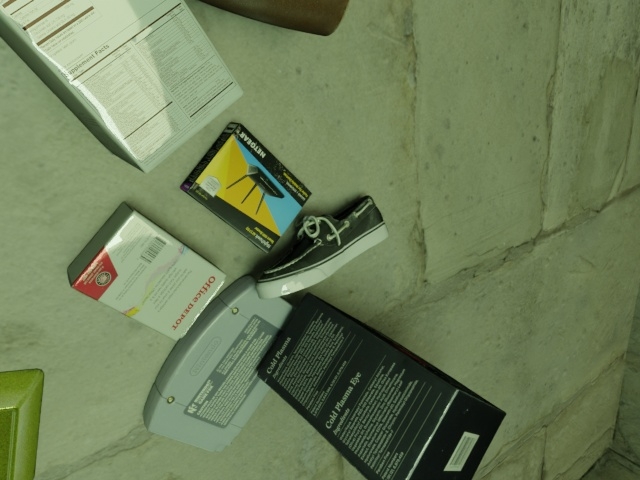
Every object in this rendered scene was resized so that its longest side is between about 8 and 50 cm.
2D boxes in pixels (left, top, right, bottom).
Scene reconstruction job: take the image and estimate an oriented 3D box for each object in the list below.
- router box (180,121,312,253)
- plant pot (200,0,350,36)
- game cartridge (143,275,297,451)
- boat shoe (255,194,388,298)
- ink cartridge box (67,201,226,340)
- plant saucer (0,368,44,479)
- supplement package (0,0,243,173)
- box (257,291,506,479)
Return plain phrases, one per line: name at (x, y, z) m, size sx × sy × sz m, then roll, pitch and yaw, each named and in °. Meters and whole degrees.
router box at (-0.114, -0.081, 0.711) m, size 0.179 × 0.046 × 0.133 m, roll 41°, pitch 81°, yaw -37°
plant pot at (-0.096, -0.378, 0.548) m, size 0.230 × 0.215 × 0.215 m, roll -7°, pitch 110°, yaw -18°
game cartridge at (-0.162, 0.218, 0.774) m, size 0.198 × 0.062 × 0.297 m, roll 41°, pitch 80°, yaw -32°
boat shoe at (0.003, -0.001, 0.773) m, size 0.306 × 0.113 × 0.105 m, roll -28°, pitch 101°, yaw -32°
ink cartridge box at (-0.249, 0.049, 0.642) m, size 0.127 × 0.072 × 0.175 m, roll -54°, pitch 127°, yaw -9°
plant saucer at (-0.479, 0.274, 0.573) m, size 0.188 × 0.045 × 0.188 m, roll 4°, pitch 103°, yaw -36°
supplement package at (-0.233, -0.210, 0.492) m, size 0.149 × 0.194 × 0.203 m, roll -46°, pitch 126°, yaw -15°
box at (0.121, 0.281, 0.794) m, size 0.179 × 0.312 × 0.343 m, roll -59°, pitch 140°, yaw -6°
